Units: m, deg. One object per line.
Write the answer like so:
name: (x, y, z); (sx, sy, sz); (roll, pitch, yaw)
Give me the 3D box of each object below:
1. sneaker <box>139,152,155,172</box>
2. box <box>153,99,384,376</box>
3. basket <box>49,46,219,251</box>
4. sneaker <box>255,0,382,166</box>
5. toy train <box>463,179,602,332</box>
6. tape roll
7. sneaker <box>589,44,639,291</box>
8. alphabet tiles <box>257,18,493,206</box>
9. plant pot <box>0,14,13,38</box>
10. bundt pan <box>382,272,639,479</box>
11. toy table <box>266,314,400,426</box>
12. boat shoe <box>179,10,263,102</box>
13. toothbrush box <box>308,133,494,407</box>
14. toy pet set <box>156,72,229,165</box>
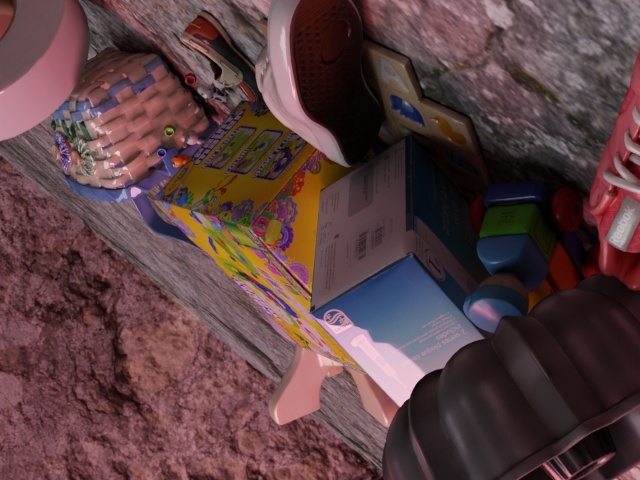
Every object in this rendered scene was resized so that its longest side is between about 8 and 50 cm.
sneaker: (-0.293, -0.159, 2.090); (0.106, 0.078, 0.234); (31, 161, 40)
box: (0.000, 0.000, 1.574); (0.290, 0.177, 0.279); (47, 165, -27)
basket: (-0.250, -0.115, 1.857); (0.255, 0.201, 0.289); (14, 141, 58)
sneaker: (-0.027, -0.168, 1.274); (0.123, 0.106, 0.290); (32, 165, 21)
toy train: (0.220, 0.069, 1.278); (0.105, 0.143, 0.248); (-4, 140, 35)
tape roll: (-0.453, -0.270, 1.752); (0.286, 0.286, 0.100); (34, 165, 24)
sneaker: (0.246, -0.055, 0.900); (0.116, 0.136, 0.314); (33, 164, 22)
alphabet tiles: (0.071, -0.115, 1.426); (0.285, 0.011, 0.342); (31, 163, 34)
plant pot: (-0.422, -0.312, 1.926); (0.096, 0.109, 0.109); (30, 168, -14)
bundt pan: (0.191, 0.138, 1.104); (0.124, 0.331, 0.331); (60, 173, 22)
toy table: (0.030, 0.140, 1.865); (0.274, 0.252, 0.161); (-123, 18, -65)
boat shoe: (-0.112, -0.206, 1.556); (0.049, 0.043, 0.137); (21, 157, 48)
toothbrush box: (0.129, 0.075, 1.361); (0.295, 0.126, 0.216); (49, -155, -26)
toy pet set: (-0.140, -0.133, 1.694); (0.114, 0.122, 0.065); (19, -157, -11)
